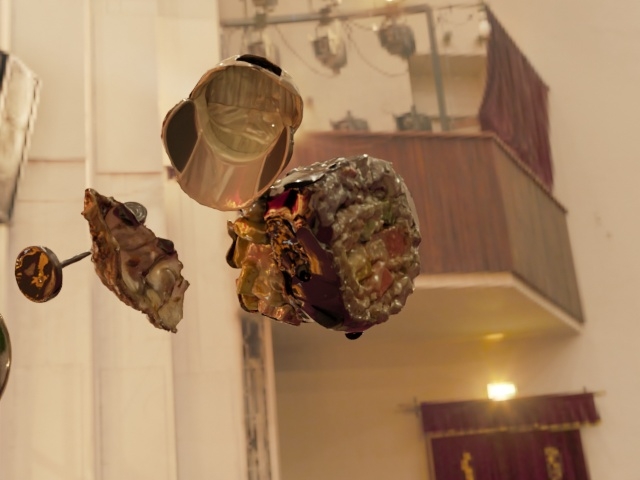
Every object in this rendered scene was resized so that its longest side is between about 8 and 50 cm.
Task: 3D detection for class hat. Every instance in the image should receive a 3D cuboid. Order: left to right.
[{"bbox_3d":[-0.141,-0.185,1.695,0.232,0.275,0.161,15,-7,12],"label":"hat"}]

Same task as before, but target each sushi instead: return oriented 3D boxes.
[{"bbox_3d":[0.000,0.000,1.821,0.285,0.328,0.328,-2,28,41],"label":"sushi"}]

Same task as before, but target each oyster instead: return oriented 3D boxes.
[{"bbox_3d":[-0.276,0.026,1.433,0.078,0.129,0.345,9,-27,22],"label":"oyster"}]

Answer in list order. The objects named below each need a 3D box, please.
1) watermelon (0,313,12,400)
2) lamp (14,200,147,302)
[{"bbox_3d":[-0.500,0.143,1.175,0.242,0.242,0.242,-5,-18,-2],"label":"watermelon"},{"bbox_3d":[-0.470,-0.005,2.006,0.371,0.130,0.108,-37,-27,-46],"label":"lamp"}]
